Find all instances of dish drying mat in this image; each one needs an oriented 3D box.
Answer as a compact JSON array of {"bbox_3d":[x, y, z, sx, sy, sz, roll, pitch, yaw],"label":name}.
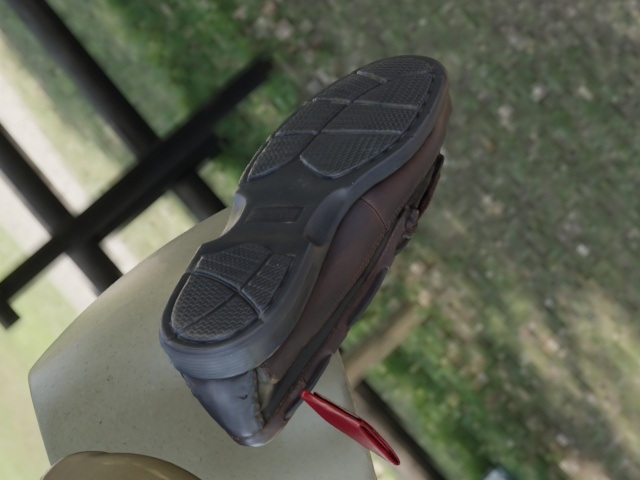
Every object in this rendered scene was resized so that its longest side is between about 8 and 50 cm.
[{"bbox_3d":[0.015,0.095,0.922,0.032,0.008,0.083,47,169,-20],"label":"dish drying mat"}]

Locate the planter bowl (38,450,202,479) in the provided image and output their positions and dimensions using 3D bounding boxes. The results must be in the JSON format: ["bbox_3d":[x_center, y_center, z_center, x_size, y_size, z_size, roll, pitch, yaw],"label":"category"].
[{"bbox_3d":[-0.110,0.216,1.192,0.109,0.162,0.162,-10,126,30],"label":"planter bowl"}]

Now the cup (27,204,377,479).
[{"bbox_3d":[-0.104,0.150,1.479,0.331,0.237,0.331,162,90,-83],"label":"cup"}]

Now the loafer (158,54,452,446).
[{"bbox_3d":[0.000,0.000,1.118,0.109,0.302,0.095,5,132,32],"label":"loafer"}]
